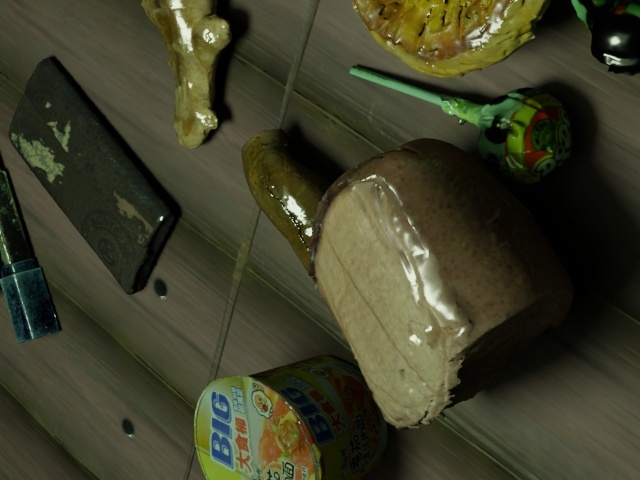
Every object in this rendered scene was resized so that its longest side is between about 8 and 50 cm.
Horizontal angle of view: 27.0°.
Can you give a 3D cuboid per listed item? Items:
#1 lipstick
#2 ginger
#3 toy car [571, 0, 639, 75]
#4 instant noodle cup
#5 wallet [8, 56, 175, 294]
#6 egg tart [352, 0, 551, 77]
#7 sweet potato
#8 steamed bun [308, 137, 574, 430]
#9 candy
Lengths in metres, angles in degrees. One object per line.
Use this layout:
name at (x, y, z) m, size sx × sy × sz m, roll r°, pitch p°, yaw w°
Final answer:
lipstick at (-0.462, -0.005, 1.980) m, size 0.051 × 0.051 × 0.312 m, roll -17°, pitch 90°, yaw 50°
ginger at (-0.153, -0.263, 1.584) m, size 0.148 × 0.081 × 0.334 m, roll 11°, pitch 113°, yaw 24°
toy car at (0.371, -0.224, 1.035) m, size 0.358 × 0.176 × 0.213 m, roll 21°, pitch 117°, yaw 42°
instant noodle cup at (-0.026, 0.235, 1.571) m, size 0.205 × 0.153 × 0.205 m, roll 14°, pitch 111°, yaw 41°
wallet at (-0.322, -0.088, 1.820) m, size 0.321 × 0.044 × 0.170 m, roll 49°, pitch 133°, yaw 21°
egg tart at (0.133, -0.303, 1.269) m, size 0.290 × 0.115 × 0.290 m, roll 14°, pitch 111°, yaw 41°
sweet potato at (0.006, -0.004, 1.521) m, size 0.286 × 0.085 × 0.112 m, roll 55°, pitch 168°, yaw 1°
steamed bun at (0.127, 0.032, 1.325) m, size 0.251 × 0.199 × 0.301 m, roll 61°, pitch 157°, yaw 18°
candy at (0.129, -0.134, 1.363) m, size 0.305 × 0.083 × 0.091 m, roll 25°, pitch 78°, yaw 44°
